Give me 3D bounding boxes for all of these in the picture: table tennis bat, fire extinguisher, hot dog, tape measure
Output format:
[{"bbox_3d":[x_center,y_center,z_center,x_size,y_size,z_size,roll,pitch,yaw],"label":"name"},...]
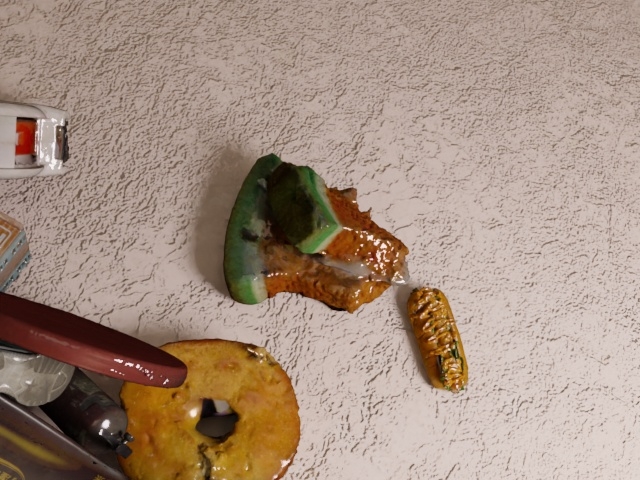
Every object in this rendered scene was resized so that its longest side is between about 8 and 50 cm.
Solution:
[{"bbox_3d":[-0.357,0.094,0.905,0.415,0.268,0.051,21,84,3],"label":"table tennis bat"},{"bbox_3d":[-0.328,0.207,0.966,0.268,0.089,0.072,31,66,31],"label":"fire extinguisher"},{"bbox_3d":[0.188,0.151,1.172,0.072,0.055,0.188,-10,66,-14],"label":"hot dog"},{"bbox_3d":[-0.529,-0.159,1.089,0.258,0.265,0.130,6,97,-4],"label":"tape measure"}]

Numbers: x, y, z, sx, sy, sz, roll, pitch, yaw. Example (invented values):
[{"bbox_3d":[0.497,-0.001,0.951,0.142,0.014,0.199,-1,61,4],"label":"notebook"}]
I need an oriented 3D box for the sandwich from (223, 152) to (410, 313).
[{"bbox_3d":[0.000,0.000,1.154,0.301,0.162,0.250,19,65,2],"label":"sandwich"}]

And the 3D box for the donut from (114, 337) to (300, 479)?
[{"bbox_3d":[-0.153,0.251,1.016,0.254,0.118,0.253,5,63,-10],"label":"donut"}]

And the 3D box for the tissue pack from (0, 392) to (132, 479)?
[{"bbox_3d":[-0.393,0.315,0.887,0.370,0.198,0.210,31,56,5],"label":"tissue pack"}]

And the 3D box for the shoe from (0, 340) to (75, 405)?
[{"bbox_3d":[-0.375,0.140,0.866,0.099,0.169,0.071,28,95,38],"label":"shoe"}]

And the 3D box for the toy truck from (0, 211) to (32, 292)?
[{"bbox_3d":[-0.542,0.080,1.018,0.162,0.136,0.305,27,60,0],"label":"toy truck"}]
